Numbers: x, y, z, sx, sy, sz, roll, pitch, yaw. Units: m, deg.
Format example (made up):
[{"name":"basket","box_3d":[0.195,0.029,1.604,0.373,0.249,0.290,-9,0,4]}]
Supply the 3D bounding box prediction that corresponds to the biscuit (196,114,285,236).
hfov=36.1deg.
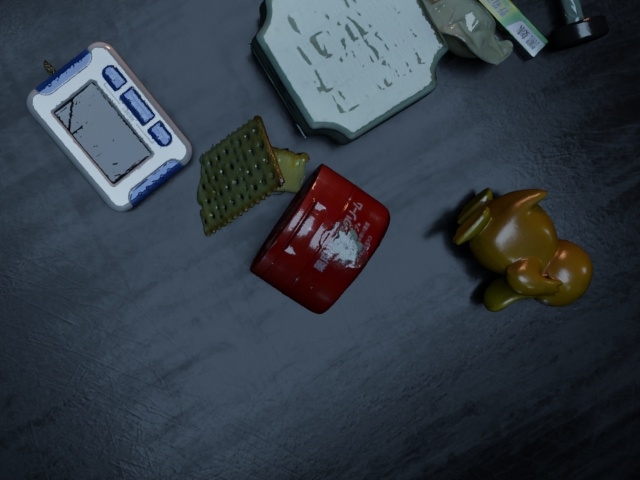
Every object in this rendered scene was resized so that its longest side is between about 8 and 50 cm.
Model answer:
[{"name":"biscuit","box_3d":[-0.148,-0.111,1.661,0.203,0.016,0.144,-29,73,37]}]

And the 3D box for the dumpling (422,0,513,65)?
[{"name":"dumpling","box_3d":[0.244,-0.359,1.688,0.100,0.134,0.169,-31,111,28]}]

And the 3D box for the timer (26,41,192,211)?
[{"name":"timer","box_3d":[-0.354,-0.191,1.659,0.178,0.078,0.253,-38,101,-3]}]

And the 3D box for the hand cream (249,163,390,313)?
[{"name":"hand cream","box_3d":[0.000,0.000,1.634,0.149,0.230,0.230,36,88,-9]}]

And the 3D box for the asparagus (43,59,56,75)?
[{"name":"asparagus","box_3d":[-0.434,-0.268,1.686,0.114,0.014,0.015,40,48,-7]}]

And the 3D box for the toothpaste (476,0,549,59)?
[{"name":"toothpaste","box_3d":[0.327,-0.400,1.745,0.178,0.037,0.043,45,86,-5]}]

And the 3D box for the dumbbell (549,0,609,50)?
[{"name":"dumbbell","box_3d":[0.433,-0.438,1.722,0.100,0.100,0.191,-18,92,-5]}]

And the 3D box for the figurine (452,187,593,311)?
[{"name":"figurine","box_3d":[0.349,0.019,1.690,0.215,0.215,0.228,-27,108,-4]}]

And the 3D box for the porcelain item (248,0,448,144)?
[{"name":"porcelain item","box_3d":[0.044,-0.324,1.659,0.286,0.157,0.281,-33,97,-5]}]

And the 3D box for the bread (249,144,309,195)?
[{"name":"bread","box_3d":[-0.075,-0.120,1.693,0.109,0.080,0.084,8,94,-3]}]
